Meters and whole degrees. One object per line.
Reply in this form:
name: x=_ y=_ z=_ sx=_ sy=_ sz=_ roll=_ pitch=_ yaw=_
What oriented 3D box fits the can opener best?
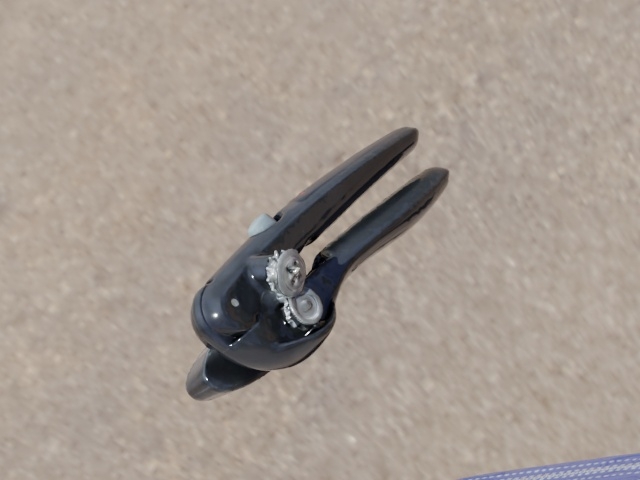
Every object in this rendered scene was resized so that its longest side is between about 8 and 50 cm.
can opener: x=0.000 y=0.000 z=0.812 sx=0.073 sy=0.059 sz=0.186 roll=-20 pitch=20 yaw=47

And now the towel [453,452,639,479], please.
towel: x=0.128 y=0.230 z=1.254 sx=0.243 sy=0.336 sz=0.040 roll=-11 pitch=99 yaw=28
